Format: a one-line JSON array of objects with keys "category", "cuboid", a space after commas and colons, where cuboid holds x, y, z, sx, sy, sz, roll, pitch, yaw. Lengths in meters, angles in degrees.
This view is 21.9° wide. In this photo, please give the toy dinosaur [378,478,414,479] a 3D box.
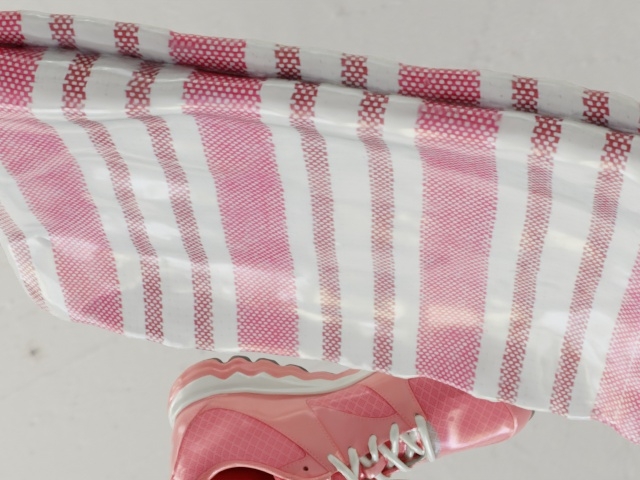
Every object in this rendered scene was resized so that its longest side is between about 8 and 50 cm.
[{"category": "toy dinosaur", "cuboid": [-0.047, 0.135, 0.628, 0.183, 0.053, 0.092, -49, -62, -11]}]

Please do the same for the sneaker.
[{"category": "sneaker", "cuboid": [0.022, 0.170, 1.351, 0.314, 0.136, 0.116, -7, -46, 14]}]

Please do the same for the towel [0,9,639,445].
[{"category": "towel", "cuboid": [0.000, 0.000, 0.417, 0.197, 0.144, 0.029, 9, -117, 10]}]
